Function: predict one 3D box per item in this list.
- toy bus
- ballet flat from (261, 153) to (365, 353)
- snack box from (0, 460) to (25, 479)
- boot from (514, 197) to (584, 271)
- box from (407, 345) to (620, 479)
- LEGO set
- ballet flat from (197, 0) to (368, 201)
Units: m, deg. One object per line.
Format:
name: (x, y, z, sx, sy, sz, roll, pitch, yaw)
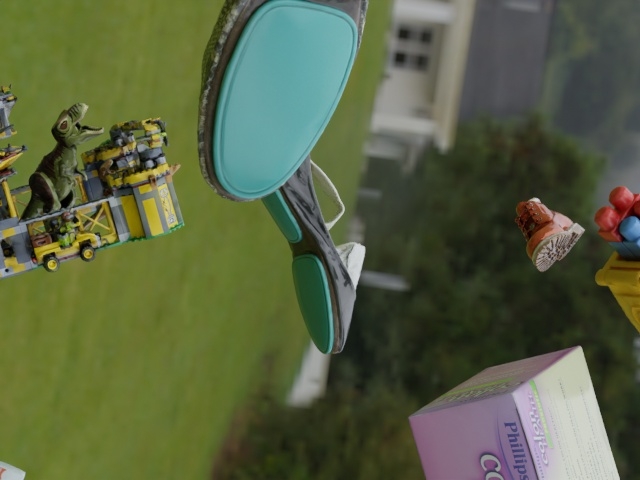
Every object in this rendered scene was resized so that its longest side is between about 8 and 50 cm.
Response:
toy bus: (0.419, 0.003, 2.184, 0.220, 0.211, 0.149, -49, -162, -16)
ballet flat: (0.000, 0.000, 2.372, 0.095, 0.096, 0.280, 3, -65, 63)
snack box: (-0.337, 0.347, 1.561, 0.187, 0.060, 0.322, -93, -154, -80)
boot: (0.269, -0.012, 2.367, 0.059, 0.084, 0.158, -52, 171, 16)
box: (0.209, 0.242, 1.939, 0.243, 0.117, 0.213, -20, 94, -66)
LEGO set: (-0.278, -0.093, 1.934, 0.331, 0.255, 0.192, -121, -164, -78)
ballet flat: (-0.025, -0.283, 2.031, 0.182, 0.164, 0.483, 47, -59, 55)
